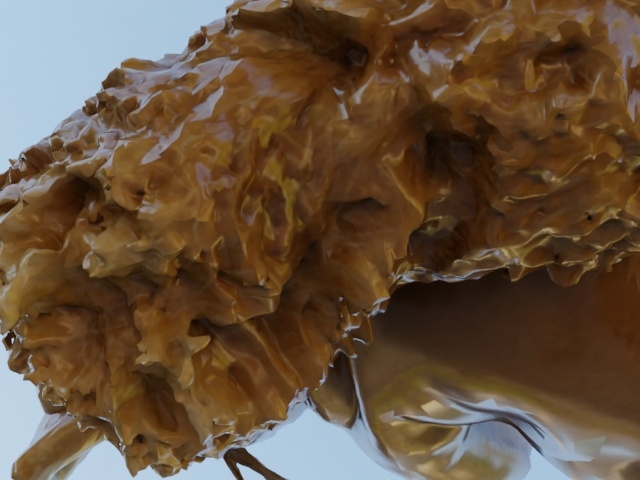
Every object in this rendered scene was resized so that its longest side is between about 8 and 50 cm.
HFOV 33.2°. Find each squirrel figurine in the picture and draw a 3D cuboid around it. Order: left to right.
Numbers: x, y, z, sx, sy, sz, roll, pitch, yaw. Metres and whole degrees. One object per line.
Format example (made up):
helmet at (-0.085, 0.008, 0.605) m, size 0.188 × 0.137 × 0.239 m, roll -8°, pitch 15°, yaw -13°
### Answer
squirrel figurine at (0.000, 0.000, 0.508) m, size 0.371 × 0.281 × 0.397 m, roll -8°, pitch -23°, yaw 19°
